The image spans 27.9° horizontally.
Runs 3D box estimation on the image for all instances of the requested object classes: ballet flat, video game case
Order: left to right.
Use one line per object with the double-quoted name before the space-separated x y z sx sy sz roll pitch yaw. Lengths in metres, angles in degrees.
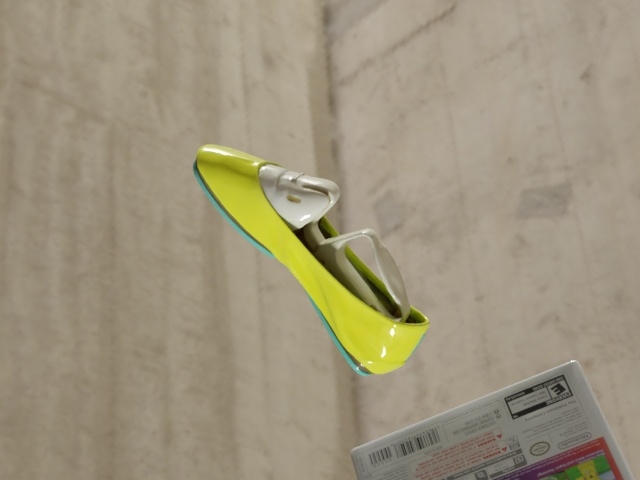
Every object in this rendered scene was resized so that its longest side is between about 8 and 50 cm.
"ballet flat" 0.000 0.000 0.998 0.077 0.077 0.231 -39 -90 30
"video game case" 0.136 0.199 0.987 0.201 0.023 0.183 -22 -137 5
